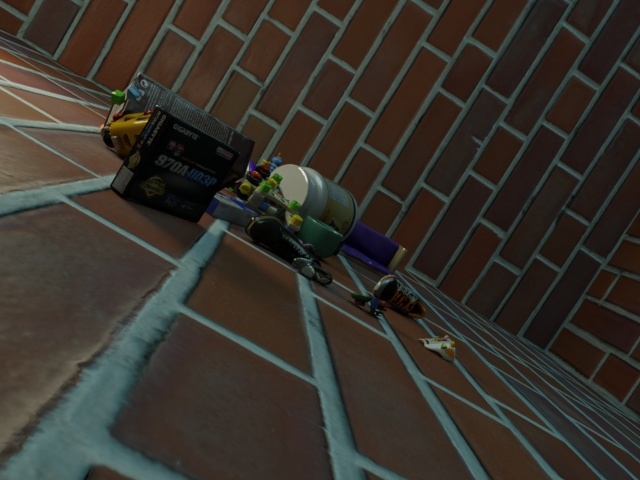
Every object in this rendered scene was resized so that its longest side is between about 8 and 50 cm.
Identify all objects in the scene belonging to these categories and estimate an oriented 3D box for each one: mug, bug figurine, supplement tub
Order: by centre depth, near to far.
[{"bbox_3d":[0.001,0.001,1.942,0.158,0.097,0.129,29,5,-35],"label":"mug"},{"bbox_3d":[-0.037,-0.122,2.182,0.228,0.228,0.316,35,6,36],"label":"supplement tub"},{"bbox_3d":[-0.130,-0.200,2.479,0.279,0.216,0.072,35,20,13],"label":"bug figurine"}]

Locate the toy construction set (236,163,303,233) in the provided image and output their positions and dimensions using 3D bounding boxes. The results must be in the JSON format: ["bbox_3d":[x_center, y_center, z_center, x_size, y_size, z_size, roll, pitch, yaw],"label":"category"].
[{"bbox_3d":[-0.138,-0.110,1.849,0.215,0.151,0.327,37,4,-2],"label":"toy construction set"}]

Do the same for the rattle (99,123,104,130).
[{"bbox_3d":[-0.527,-0.332,1.869,0.200,0.143,0.130,36,21,-29],"label":"rattle"}]

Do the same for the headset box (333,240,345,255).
[{"bbox_3d":[0.039,0.008,2.313,0.083,0.062,0.032,35,5,28],"label":"headset box"}]

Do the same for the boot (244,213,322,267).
[{"bbox_3d":[-0.080,0.012,1.518,0.137,0.076,0.198,41,11,35],"label":"boot"}]

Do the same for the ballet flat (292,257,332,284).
[{"bbox_3d":[-0.014,0.075,1.471,0.114,0.041,0.041,27,6,-32],"label":"ballet flat"}]

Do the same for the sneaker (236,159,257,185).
[{"bbox_3d":[-0.254,-0.241,2.350,0.146,0.102,0.293,31,4,-18],"label":"sneaker"}]

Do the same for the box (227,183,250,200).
[{"bbox_3d":[-0.321,-0.202,2.382,0.207,0.036,0.114,31,5,3],"label":"box"}]

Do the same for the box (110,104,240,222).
[{"bbox_3d":[-0.275,-0.139,1.216,0.051,0.175,0.220,35,5,29],"label":"box"}]

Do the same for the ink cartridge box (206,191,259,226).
[{"bbox_3d":[-0.246,-0.087,1.621,0.097,0.046,0.207,34,6,23],"label":"ink cartridge box"}]

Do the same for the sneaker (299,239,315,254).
[{"bbox_3d":[-0.044,0.036,1.702,0.057,0.047,0.119,57,16,22],"label":"sneaker"}]

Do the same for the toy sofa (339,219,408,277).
[{"bbox_3d":[0.187,0.022,2.567,0.363,0.150,0.177,29,4,-30],"label":"toy sofa"}]

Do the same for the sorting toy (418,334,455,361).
[{"bbox_3d":[0.277,0.252,1.513,0.075,0.044,0.083,10,10,-14],"label":"sorting toy"}]

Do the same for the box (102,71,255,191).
[{"bbox_3d":[-0.403,-0.293,1.798,0.382,0.143,0.191,27,-28,-29],"label":"box"}]

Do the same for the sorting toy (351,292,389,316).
[{"bbox_3d":[0.117,0.156,1.489,0.102,0.042,0.061,18,-7,-16],"label":"sorting toy"}]

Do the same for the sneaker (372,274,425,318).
[{"bbox_3d":[0.234,0.167,1.818,0.215,0.084,0.083,28,11,-42],"label":"sneaker"}]

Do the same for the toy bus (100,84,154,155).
[{"bbox_3d":[-0.480,-0.263,1.581,0.191,0.202,0.104,36,37,-3],"label":"toy bus"}]
